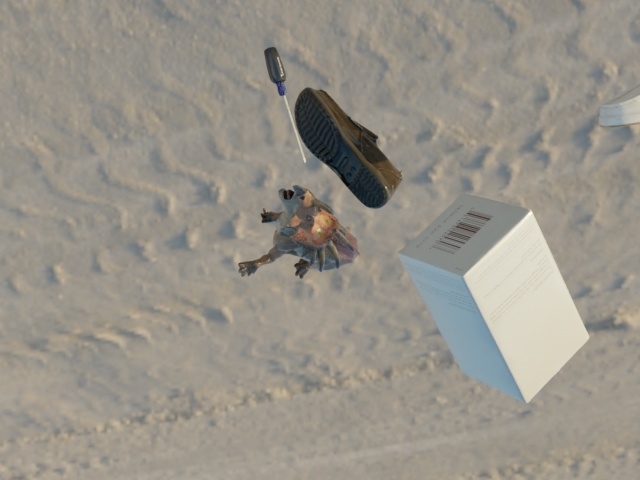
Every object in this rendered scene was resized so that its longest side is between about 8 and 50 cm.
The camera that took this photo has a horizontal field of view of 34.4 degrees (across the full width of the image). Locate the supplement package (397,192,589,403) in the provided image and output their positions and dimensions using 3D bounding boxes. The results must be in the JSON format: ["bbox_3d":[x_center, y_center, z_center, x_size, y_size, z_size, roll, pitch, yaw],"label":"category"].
[{"bbox_3d":[0.177,0.057,1.049,0.105,0.105,0.179,20,146,54],"label":"supplement package"}]

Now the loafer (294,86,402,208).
[{"bbox_3d":[0.043,-0.146,1.589,0.078,0.220,0.080,-31,171,-43],"label":"loafer"}]

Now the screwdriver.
[{"bbox_3d":[-0.048,-0.190,1.446,0.024,0.169,0.025,-17,175,11],"label":"screwdriver"}]

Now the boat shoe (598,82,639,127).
[{"bbox_3d":[0.504,-0.241,1.437,0.277,0.096,0.098,-24,-164,-6],"label":"boat shoe"}]

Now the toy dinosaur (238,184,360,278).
[{"bbox_3d":[0.000,0.000,1.716,0.200,0.127,0.296,-6,170,36],"label":"toy dinosaur"}]
